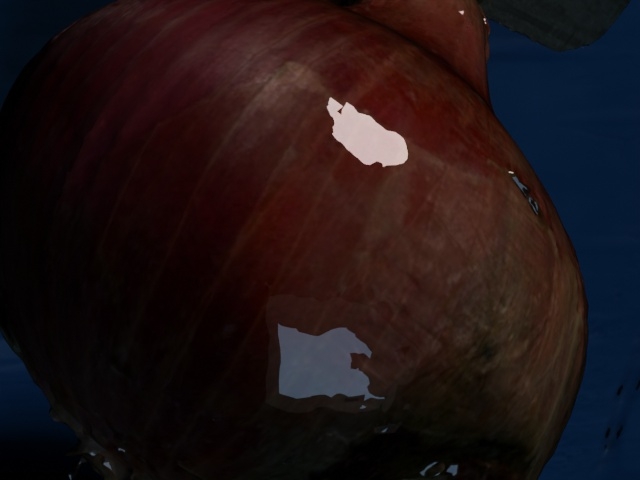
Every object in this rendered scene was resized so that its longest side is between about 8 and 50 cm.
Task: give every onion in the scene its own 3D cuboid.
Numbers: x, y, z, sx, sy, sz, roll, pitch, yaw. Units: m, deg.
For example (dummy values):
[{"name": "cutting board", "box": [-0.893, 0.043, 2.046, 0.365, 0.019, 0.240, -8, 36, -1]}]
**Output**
[{"name": "onion", "box": [-0.022, 0.025, 0.890, 0.353, 0.354, 0.354, -10, 132, -11]}]

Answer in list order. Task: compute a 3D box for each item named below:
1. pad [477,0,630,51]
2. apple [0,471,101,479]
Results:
[{"name": "pad", "box": [0.160, -0.246, 0.906, 0.250, 0.055, 0.323, 20, 138, -33]}, {"name": "apple", "box": [-0.187, 0.263, 1.117, 0.234, 0.234, 0.234, -10, 132, -11]}]
